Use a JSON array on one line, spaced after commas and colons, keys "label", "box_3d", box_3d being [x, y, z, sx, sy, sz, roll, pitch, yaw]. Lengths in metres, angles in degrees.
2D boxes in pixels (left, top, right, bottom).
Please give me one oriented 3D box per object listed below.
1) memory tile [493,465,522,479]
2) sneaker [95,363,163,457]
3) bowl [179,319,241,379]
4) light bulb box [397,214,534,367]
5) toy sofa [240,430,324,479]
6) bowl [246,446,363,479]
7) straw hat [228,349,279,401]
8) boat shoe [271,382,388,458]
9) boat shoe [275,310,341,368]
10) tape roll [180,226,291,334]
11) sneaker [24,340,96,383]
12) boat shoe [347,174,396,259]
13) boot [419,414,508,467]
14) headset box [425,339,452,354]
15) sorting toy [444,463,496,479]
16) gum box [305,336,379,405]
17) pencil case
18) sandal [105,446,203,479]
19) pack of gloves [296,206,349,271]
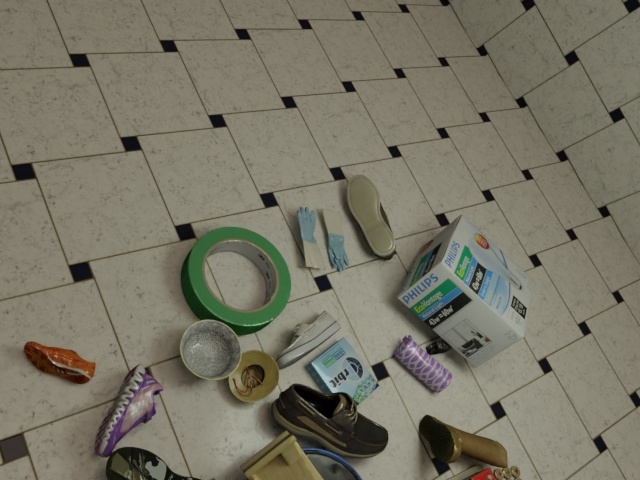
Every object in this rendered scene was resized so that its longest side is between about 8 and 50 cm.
[{"label": "memory tile", "box_3d": [0.610, 0.797, 2.026, 0.113, 0.012, 0.148, 5, 60, -29]}, {"label": "sneaker", "box_3d": [-0.459, 0.423, 1.553, 0.105, 0.095, 0.236, 36, 48, -18]}, {"label": "bowl", "box_3d": [-0.306, 0.306, 1.719, 0.170, 0.080, 0.170, 14, 56, -22]}, {"label": "light bulb box", "box_3d": [0.502, 0.164, 2.167, 0.361, 0.225, 0.358, 42, 36, -3]}, {"label": "toy sofa", "box_3d": [-0.032, 0.656, 1.551, 0.150, 0.177, 0.362, -35, 83, -16]}, {"label": "bowl", "box_3d": [-0.025, 0.727, 1.639, 0.391, 0.077, 0.391, 16, 55, -23]}, {"label": "straw hat", "box_3d": [-0.189, 0.377, 1.761, 0.145, 0.061, 0.144, 4, 72, -12]}, {"label": "boat shoe", "box_3d": [0.043, 0.495, 1.756, 0.356, 0.130, 0.132, 21, 27, -17]}, {"label": "boat shoe", "box_3d": [-0.047, 0.286, 1.884, 0.268, 0.096, 0.088, -29, 76, -41]}, {"label": "tape roll", "box_3d": [-0.245, 0.115, 1.878, 0.321, 0.077, 0.321, 15, 55, -23]}, {"label": "sneaker", "box_3d": [-0.636, 0.291, 1.552, 0.175, 0.064, 0.067, 32, 30, -17]}, {"label": "boat shoe", "box_3d": [0.180, -0.080, 2.245, 0.117, 0.096, 0.324, -23, 67, 3]}, {"label": "boot", "box_3d": [0.455, 0.626, 1.918, 0.270, 0.089, 0.236, 25, 8, -15]}, {"label": "headset box", "box_3d": [0.405, 0.357, 2.137, 0.083, 0.062, 0.032, -1, 63, -33]}, {"label": "sorting toy", "box_3d": [0.456, 0.817, 1.869, 0.257, 0.089, 0.255, -9, 68, -35]}, {"label": "gum box", "box_3d": [0.067, 0.408, 1.912, 0.157, 0.041, 0.184, -30, 81, -40]}, {"label": "pencil case", "box_3d": [0.330, 0.399, 2.056, 0.206, 0.086, 0.088, 44, 26, -2]}, {"label": "sandal", "box_3d": [-0.380, 0.593, 1.505, 0.303, 0.086, 0.120, 39, 42, -25]}, {"label": "pack of gloves", "box_3d": [0.000, 0.000, 2.134, 0.195, 0.046, 0.232, 11, 60, -40]}]
